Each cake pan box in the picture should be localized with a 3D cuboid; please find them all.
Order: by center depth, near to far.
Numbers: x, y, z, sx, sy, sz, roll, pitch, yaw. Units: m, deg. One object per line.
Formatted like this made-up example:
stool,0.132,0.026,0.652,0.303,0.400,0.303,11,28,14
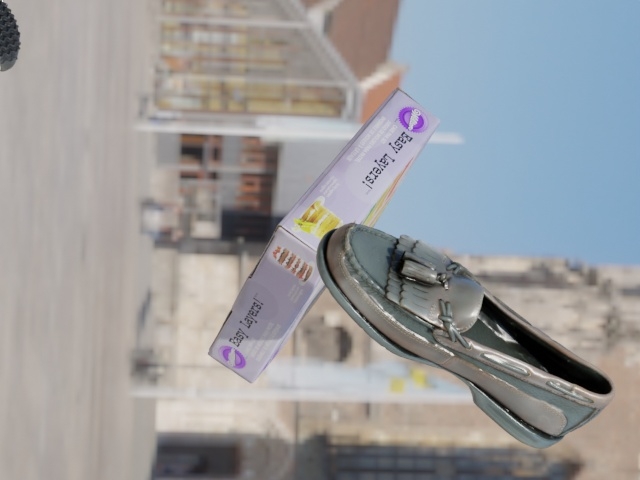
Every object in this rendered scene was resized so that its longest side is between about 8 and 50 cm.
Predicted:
cake pan box,0.000,0.000,1.603,0.246,0.070,0.267,-48,173,-40

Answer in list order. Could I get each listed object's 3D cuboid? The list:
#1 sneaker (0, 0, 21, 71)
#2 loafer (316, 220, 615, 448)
sneaker,-0.353,-0.220,1.470,0.075,0.161,0.057,-36,179,35
loafer,0.119,0.061,1.196,0.084,0.267,0.096,-34,-152,40
